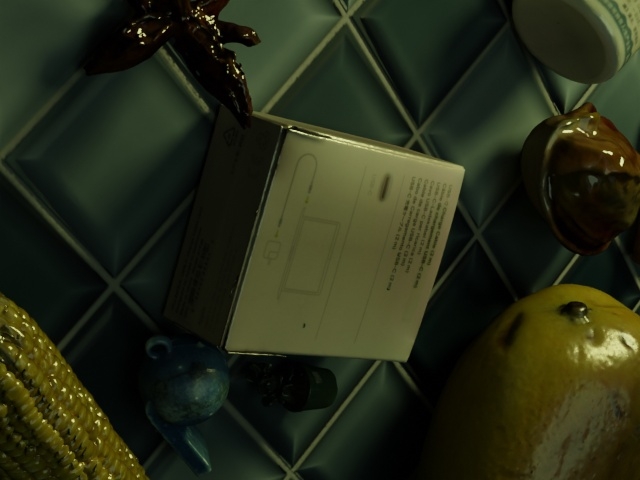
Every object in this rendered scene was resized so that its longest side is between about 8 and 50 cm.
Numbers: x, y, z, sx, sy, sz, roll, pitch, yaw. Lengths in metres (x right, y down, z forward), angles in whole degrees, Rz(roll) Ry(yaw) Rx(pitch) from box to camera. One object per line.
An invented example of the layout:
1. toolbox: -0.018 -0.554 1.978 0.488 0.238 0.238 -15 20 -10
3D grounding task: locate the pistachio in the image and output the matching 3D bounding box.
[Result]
1. pistachio: 0.298 -0.066 1.447 0.210 0.130 0.165 45 63 -54

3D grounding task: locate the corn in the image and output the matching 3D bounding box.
1. corn: -0.231 0.150 1.058 0.115 0.115 0.318 -46 134 -20

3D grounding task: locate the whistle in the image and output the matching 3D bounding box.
1. whistle: -0.115 0.137 1.174 0.090 0.090 0.158 -48 132 -18

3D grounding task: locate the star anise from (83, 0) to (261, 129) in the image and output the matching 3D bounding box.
1. star anise: -0.101 -0.191 1.029 0.140 0.144 0.158 12 66 -15

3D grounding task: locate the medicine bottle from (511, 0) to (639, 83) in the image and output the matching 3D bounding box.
1. medicine bottle: 0.321 -0.285 1.373 0.237 0.139 0.139 -46 132 -21

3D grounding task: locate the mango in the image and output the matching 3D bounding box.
1. mango: 0.233 0.265 1.457 0.301 0.220 0.445 14 99 -51

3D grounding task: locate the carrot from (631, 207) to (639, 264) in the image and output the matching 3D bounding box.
1. carrot: 0.421 -0.074 1.612 0.061 0.061 0.210 -15 112 -39

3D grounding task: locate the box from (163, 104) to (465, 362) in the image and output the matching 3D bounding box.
1. box: 0.000 0.000 1.210 0.251 0.106 0.203 8 100 -43

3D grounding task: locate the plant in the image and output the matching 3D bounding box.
1. plant: -0.033 0.143 1.277 0.102 0.051 0.051 11 99 -40
